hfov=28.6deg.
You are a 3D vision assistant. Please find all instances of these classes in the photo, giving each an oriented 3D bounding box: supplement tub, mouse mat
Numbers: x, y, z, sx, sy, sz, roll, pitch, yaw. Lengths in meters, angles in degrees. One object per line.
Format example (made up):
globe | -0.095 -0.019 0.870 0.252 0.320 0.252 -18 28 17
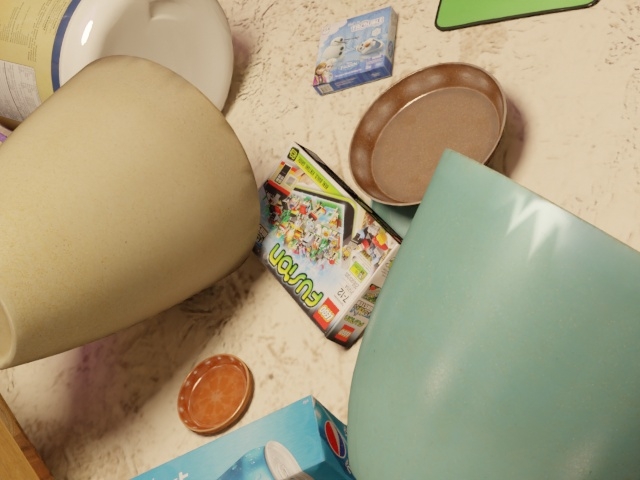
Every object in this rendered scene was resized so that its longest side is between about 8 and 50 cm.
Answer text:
supplement tub | -0.281 -0.221 1.469 0.316 0.228 0.228 18 70 42
mouse mat | 0.217 -0.293 1.333 0.189 0.007 0.153 -3 57 32

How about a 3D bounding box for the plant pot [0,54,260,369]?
plant pot | -0.240 -0.006 1.185 0.256 0.257 0.274 4 30 37

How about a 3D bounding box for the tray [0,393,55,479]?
tray | -0.413 0.136 1.307 0.076 0.203 0.411 -36 42 -19

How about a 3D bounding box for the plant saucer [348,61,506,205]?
plant saucer | 0.107 -0.098 1.216 0.168 0.029 0.168 -19 49 23

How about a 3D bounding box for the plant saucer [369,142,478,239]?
plant saucer | 0.105 -0.040 1.211 0.119 0.021 0.119 -19 50 24

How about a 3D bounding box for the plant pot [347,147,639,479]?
plant pot | 0.156 0.109 0.892 0.293 0.293 0.235 34 96 45

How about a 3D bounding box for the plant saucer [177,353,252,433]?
plant saucer | -0.102 0.150 1.220 0.083 0.013 0.083 -19 49 24

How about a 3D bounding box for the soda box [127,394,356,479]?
soda box | -0.075 0.219 1.112 0.210 0.067 0.071 -27 46 16

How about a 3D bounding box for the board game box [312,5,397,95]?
board game box | 0.038 -0.209 1.385 0.090 0.020 0.090 -13 51 28

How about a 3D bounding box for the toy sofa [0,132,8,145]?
toy sofa | -0.425 -0.108 1.393 0.177 0.362 0.150 -39 44 13

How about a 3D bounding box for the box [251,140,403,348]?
box | 0.000 0.000 1.227 0.114 0.036 0.207 -53 44 9
